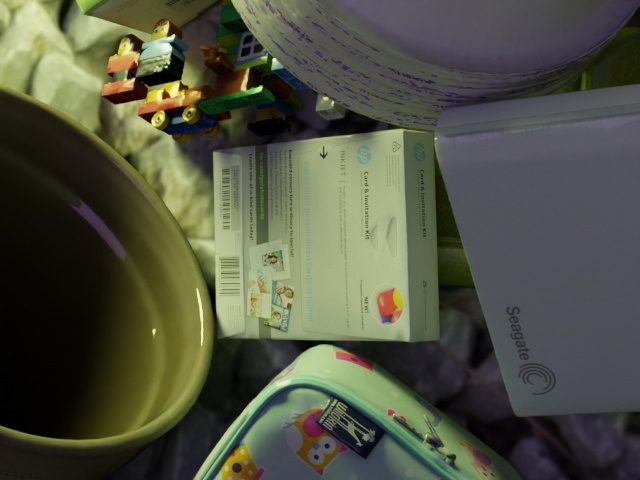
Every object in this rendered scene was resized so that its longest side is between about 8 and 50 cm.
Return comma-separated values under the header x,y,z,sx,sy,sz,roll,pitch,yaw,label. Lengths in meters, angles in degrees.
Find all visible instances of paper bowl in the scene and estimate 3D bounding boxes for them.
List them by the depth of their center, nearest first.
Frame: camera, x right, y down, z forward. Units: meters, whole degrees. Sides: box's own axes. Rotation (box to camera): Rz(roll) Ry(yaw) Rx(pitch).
x,y,z,sx,sy,sz,roll,pitch,yaw,label
0.081,-0.222,0.893,0.284,0.148,0.284,6,68,-15,paper bowl

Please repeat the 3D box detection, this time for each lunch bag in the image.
x,y,z,sx,sy,sz,roll,pitch,yaw,label
0.006,0.227,0.999,0.224,0.108,0.279,37,105,5,lunch bag

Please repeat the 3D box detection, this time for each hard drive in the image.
x,y,z,sx,sy,sz,roll,pitch,yaw,label
0.266,0.004,0.855,0.353,0.047,0.233,-5,127,21,hard drive

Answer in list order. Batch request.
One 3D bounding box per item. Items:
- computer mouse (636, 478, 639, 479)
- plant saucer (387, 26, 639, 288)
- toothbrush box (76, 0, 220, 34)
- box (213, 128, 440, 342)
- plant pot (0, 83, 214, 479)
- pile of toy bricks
x,y,z,sx,sy,sz,roll,pitch,yaw,label
0.310,0.234,0.913,0.184,0.060,0.262,-45,61,21,computer mouse
0.126,-0.058,1.004,0.188,0.045,0.188,4,90,24,plant saucer
-0.123,-0.328,1.076,0.206,0.122,0.283,-30,78,20,toothbrush box
0.000,0.000,1.033,0.186,0.038,0.145,-4,87,43,box
-0.285,0.088,1.065,0.280,0.323,0.323,-46,72,33,plant pot
-0.056,-0.146,1.055,0.212,0.118,0.105,-7,64,34,pile of toy bricks
